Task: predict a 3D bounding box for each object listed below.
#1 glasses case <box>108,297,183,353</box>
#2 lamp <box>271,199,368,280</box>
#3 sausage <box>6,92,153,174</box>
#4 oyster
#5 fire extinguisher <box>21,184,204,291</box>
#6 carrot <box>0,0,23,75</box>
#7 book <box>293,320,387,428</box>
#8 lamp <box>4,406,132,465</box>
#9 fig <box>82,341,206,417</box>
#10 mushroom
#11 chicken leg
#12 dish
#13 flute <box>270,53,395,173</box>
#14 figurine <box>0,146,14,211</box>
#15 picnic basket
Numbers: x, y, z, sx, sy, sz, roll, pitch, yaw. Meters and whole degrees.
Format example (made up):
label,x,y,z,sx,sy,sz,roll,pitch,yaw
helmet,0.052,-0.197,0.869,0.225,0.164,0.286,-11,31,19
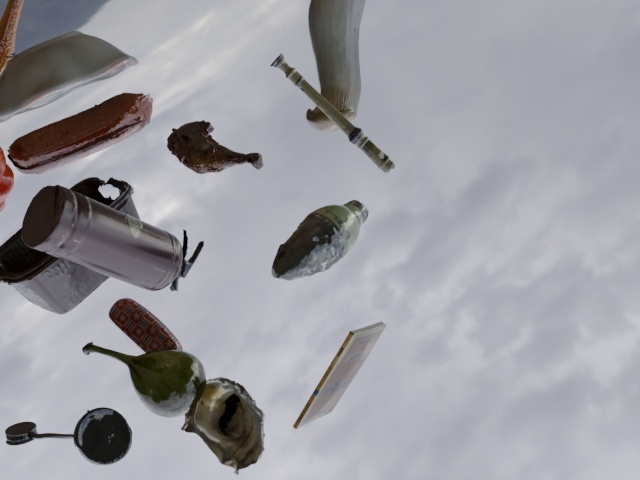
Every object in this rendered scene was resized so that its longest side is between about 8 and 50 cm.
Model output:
label,x,y,z,sx,sy,sz,roll,pitch,yaw
glasses case,-0.381,0.200,1.953,0.073,0.194,0.049,-52,169,12
lamp,0.000,0.000,1.539,0.101,0.101,0.250,-8,-156,47
sausage,-0.508,-0.228,1.896,0.330,0.102,0.102,-23,-158,2
oyster,-0.201,0.389,1.941,0.275,0.100,0.271,-55,-136,31
fire extinguisher,-0.343,0.003,1.546,0.114,0.337,0.135,3,-108,42
carrot,-0.660,-0.430,1.860,0.256,0.061,0.061,-54,-169,29
book,0.042,0.277,1.830,0.241,0.018,0.170,-60,159,16
lamp,-0.527,0.372,1.800,0.130,0.108,0.371,-22,-164,-40
fig,-0.357,0.261,1.842,0.151,0.259,0.151,-48,-170,12
mushroom,0.037,-0.376,1.745,0.122,0.328,0.159,4,-178,22
chicken leg,-0.185,-0.150,1.458,0.089,0.048,0.219,-44,-136,-15
dish,-0.369,-0.239,1.225,0.230,0.081,0.229,-21,-167,5
flute,0.020,-0.180,1.274,0.027,0.233,0.027,-45,-167,13
figurine,-0.791,-0.194,1.714,0.306,0.411,0.241,-16,-158,18
picnic basket,-0.479,0.016,1.704,0.223,0.129,0.297,11,-132,45
